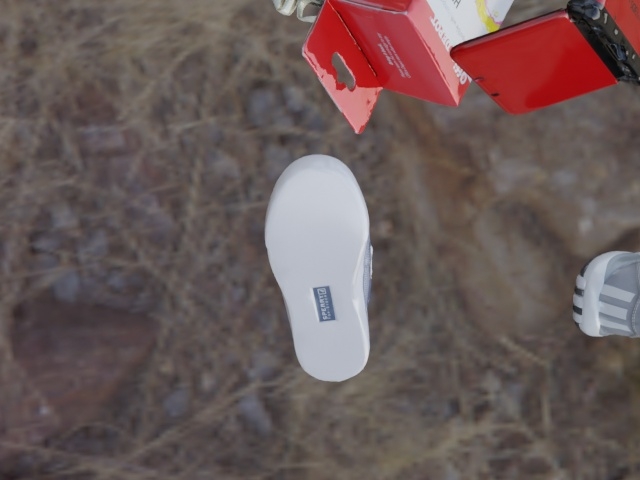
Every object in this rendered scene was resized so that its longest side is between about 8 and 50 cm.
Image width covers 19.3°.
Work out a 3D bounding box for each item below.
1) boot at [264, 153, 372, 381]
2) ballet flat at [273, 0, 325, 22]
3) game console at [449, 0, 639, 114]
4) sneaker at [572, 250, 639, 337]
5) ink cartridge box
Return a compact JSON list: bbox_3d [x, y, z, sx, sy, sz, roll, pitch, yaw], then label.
[{"bbox_3d":[0.000,0.000,1.251,0.086,0.069,0.190,-90,178,-48],"label":"boot"},{"bbox_3d":[-0.018,-0.205,1.570,0.041,0.114,0.041,-27,128,-42],"label":"ballet flat"},{"bbox_3d":[0.153,-0.144,1.152,0.144,0.085,0.124,30,77,-66],"label":"game console"},{"bbox_3d":[0.312,0.045,1.444,0.228,0.132,0.086,-16,113,-38],"label":"sneaker"},{"bbox_3d":[0.086,-0.201,1.461,0.231,0.078,0.134,-62,147,-17],"label":"ink cartridge box"}]
